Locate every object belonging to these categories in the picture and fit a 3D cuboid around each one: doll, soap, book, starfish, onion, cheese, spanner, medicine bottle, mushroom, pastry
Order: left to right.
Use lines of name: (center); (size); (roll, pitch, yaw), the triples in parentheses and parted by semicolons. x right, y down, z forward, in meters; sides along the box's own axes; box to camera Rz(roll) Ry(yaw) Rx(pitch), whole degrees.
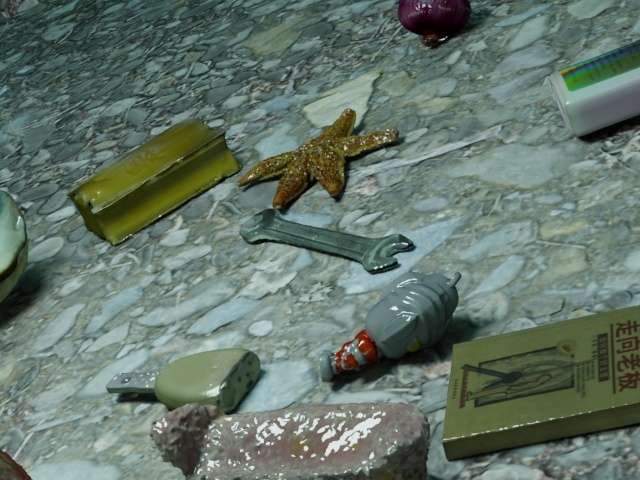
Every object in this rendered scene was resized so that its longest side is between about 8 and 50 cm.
mushroom: (-0.527, 0.049, 1.901); (0.267, 0.164, 0.189); (-30, 70, -25)
soap: (-0.244, -0.092, 2.038); (0.233, 0.076, 0.135); (-32, 28, -19)
cheese: (-0.159, 0.155, 1.532); (0.192, 0.037, 0.097); (-4, 31, 34)
pastry: (-0.019, 0.200, 1.257); (0.265, 0.112, 0.103); (3, 41, 30)
starfish: (-0.010, -0.110, 1.917); (0.240, 0.043, 0.227); (-16, 25, 21)
spanner: (0.000, 0.000, 1.724); (0.071, 0.017, 0.302); (-42, 32, -27)
doll: (0.073, 0.089, 1.433); (0.180, 0.079, 0.094); (-34, 0, 9)
onion: (0.177, -0.351, 2.170); (0.115, 0.115, 0.104); (-2, 77, 37)
book: (0.227, 0.124, 1.282); (0.231, 0.026, 0.161); (-14, 27, 18)
medicine bottle: (0.396, -0.202, 1.706); (0.219, 0.078, 0.115); (-20, 24, 8)

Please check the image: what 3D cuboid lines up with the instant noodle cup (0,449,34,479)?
instant noodle cup: (-0.402, 0.299, 1.337); (0.274, 0.091, 0.274); (10, 36, -7)
